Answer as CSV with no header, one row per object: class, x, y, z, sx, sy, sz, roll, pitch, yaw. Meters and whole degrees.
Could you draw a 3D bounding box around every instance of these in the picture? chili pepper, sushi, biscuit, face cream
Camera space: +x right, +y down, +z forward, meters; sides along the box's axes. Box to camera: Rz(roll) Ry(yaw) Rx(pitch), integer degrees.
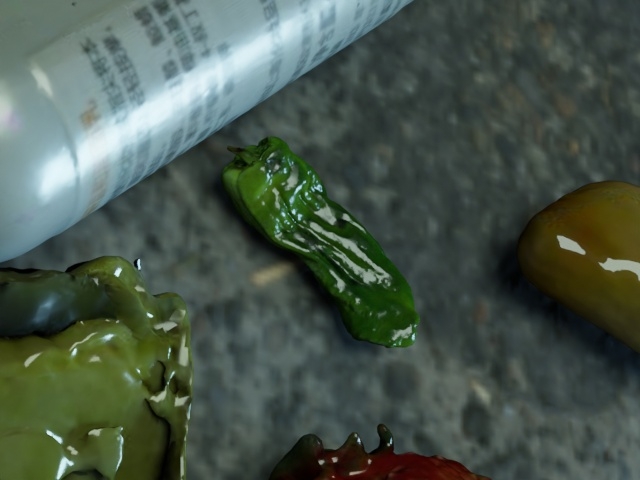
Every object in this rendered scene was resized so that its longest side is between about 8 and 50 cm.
chili pepper,0.000,0.000,0.627,0.030,0.034,0.091,-41,96,-3
sushi,-0.074,0.148,0.457,0.139,0.131,0.291,-2,79,-34
biscuit,0.182,0.046,0.688,0.164,0.047,0.208,-31,80,-35
face cream,-0.066,-0.060,0.575,0.269,0.082,0.082,-36,91,-37

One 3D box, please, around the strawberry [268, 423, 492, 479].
strawberry,0.028,0.147,0.556,0.146,0.082,0.187,-12,81,-28
